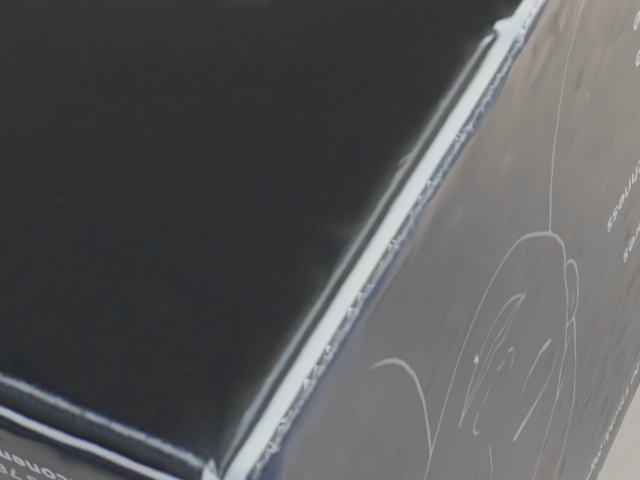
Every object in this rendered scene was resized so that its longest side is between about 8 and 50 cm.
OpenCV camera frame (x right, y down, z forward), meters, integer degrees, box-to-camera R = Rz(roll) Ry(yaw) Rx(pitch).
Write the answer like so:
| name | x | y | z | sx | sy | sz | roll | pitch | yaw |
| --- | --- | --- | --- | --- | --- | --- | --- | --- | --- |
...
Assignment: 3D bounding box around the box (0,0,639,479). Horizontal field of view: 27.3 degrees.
| name | x | y | z | sx | sy | sz | roll | pitch | yaw |
| --- | --- | --- | --- | --- | --- | --- | --- | --- | --- |
| box | 0.000 | 0.000 | 0.671 | 0.480 | 0.297 | 0.472 | -57 | 152 | -31 |
